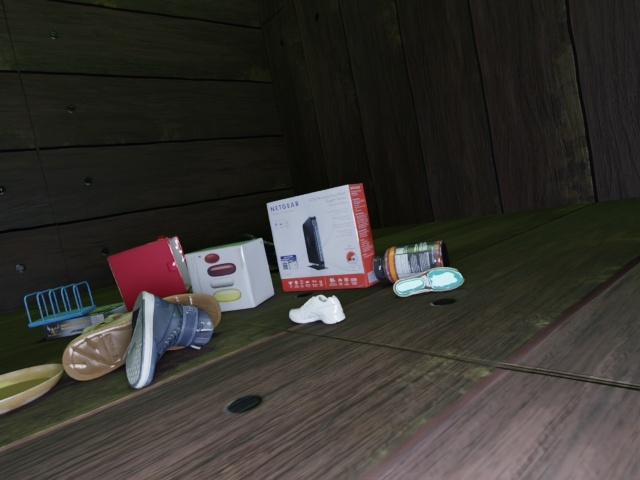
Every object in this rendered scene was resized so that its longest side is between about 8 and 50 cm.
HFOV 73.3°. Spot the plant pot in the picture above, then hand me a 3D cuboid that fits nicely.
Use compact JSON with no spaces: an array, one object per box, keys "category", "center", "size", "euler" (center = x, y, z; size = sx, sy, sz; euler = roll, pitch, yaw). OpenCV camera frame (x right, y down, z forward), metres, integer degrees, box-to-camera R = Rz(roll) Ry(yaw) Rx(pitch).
[{"category":"plant pot","center":[-0.632,0.303,0.844],"size":[0.236,0.033,0.236],"euler":[-11,3,1]}]

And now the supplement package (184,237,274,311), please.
[{"category":"supplement package","center":[-0.282,0.111,1.351],"size":[0.202,0.195,0.149],"euler":[-10,5,18]}]

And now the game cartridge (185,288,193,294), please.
[{"category":"game cartridge","center":[-0.480,0.212,1.506],"size":[0.294,0.060,0.196],"euler":[-15,2,-36]}]

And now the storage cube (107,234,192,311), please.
[{"category":"storage cube","center":[-0.550,0.104,1.422],"size":[0.193,0.215,0.183],"euler":[-18,6,-8]}]

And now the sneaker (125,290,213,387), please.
[{"category":"sneaker","center":[-0.294,0.205,0.866],"size":[0.163,0.086,0.226],"euler":[26,25,-30]}]

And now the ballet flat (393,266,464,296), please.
[{"category":"ballet flat","center":[0.259,0.098,1.042],"size":[0.168,0.057,0.052],"euler":[-10,-5,13]}]

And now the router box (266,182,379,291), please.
[{"category":"router box","center":[0.000,0.000,1.352],"size":[0.335,0.302,0.082],"euler":[-9,4,38]}]

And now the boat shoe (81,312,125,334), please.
[{"category":"boat shoe","center":[-0.654,0.265,1.319],"size":[0.045,0.050,0.135],"euler":[-3,19,43]}]

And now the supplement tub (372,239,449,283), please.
[{"category":"supplement tub","center":[0.247,0.063,1.185],"size":[0.197,0.106,0.106],"euler":[-9,5,27]}]

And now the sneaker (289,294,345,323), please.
[{"category":"sneaker","center":[-0.011,0.154,0.979],"size":[0.152,0.061,0.053],"euler":[-10,6,37]}]

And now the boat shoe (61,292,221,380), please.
[{"category":"boat shoe","center":[-0.402,0.205,0.986],"size":[0.341,0.124,0.123],"euler":[-22,10,-33]}]

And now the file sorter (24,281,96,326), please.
[{"category":"file sorter","center":[-0.881,0.212,1.456],"size":[0.170,0.105,0.118],"euler":[-12,5,-5]}]

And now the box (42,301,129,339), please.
[{"category":"box","center":[-0.795,0.273,1.497],"size":[0.230,0.056,0.183],"euler":[-11,5,7]}]

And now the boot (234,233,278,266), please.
[{"category":"boot","center":[-0.216,0.044,2.101],"size":[0.347,0.131,0.260],"euler":[17,15,25]}]
